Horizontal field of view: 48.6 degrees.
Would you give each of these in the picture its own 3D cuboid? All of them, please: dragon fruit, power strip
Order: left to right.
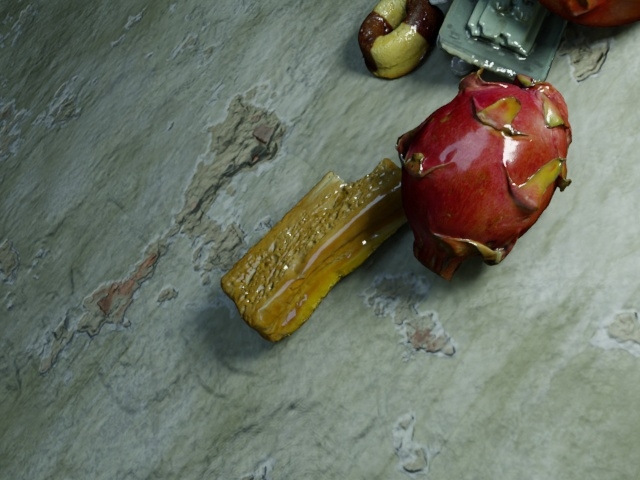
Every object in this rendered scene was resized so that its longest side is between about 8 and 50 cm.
[{"bbox_3d":[0.233,-0.102,1.057,0.315,0.250,0.250,-46,46,26],"label":"dragon fruit"},{"bbox_3d":[0.321,-0.389,1.204,0.198,0.064,0.213,22,74,6],"label":"power strip"}]

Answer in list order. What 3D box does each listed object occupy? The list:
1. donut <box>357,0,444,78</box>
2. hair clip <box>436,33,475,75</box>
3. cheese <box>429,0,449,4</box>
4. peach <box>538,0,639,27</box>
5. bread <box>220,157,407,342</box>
[{"bbox_3d":[0.151,-0.412,1.389,0.184,0.073,0.166,-48,46,-1],"label":"donut"},{"bbox_3d":[0.306,-0.415,1.289,0.146,0.075,0.257,21,71,38],"label":"hair clip"},{"bbox_3d":[0.262,-0.538,1.372,0.137,0.064,0.228,4,59,39],"label":"cheese"},{"bbox_3d":[0.437,-0.507,1.089,0.290,0.372,0.373,-38,41,52],"label":"peach"},{"bbox_3d":[0.000,0.000,1.233,0.380,0.109,0.185,-44,40,3],"label":"bread"}]
